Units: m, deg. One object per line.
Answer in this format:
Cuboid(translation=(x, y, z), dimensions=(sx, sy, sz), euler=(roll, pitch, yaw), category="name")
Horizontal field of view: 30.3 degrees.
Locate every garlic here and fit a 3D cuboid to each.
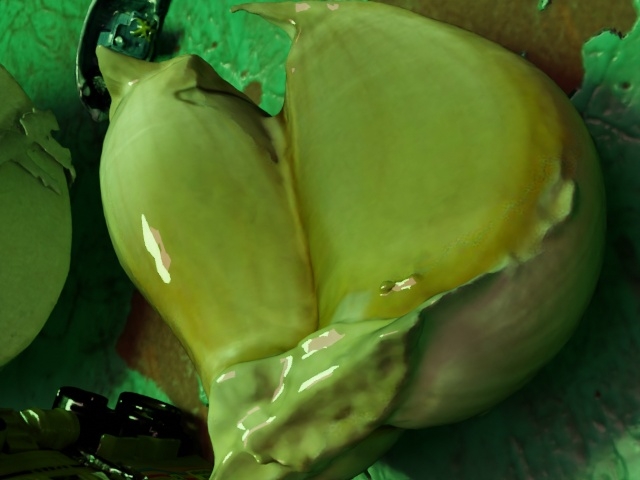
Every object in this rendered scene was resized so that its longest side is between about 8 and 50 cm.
Cuboid(translation=(0.000, 0.000, 0.680), dimensions=(0.286, 0.249, 0.313), euler=(-59, 32, 29), category="garlic")

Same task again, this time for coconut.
Cuboid(translation=(-0.331, -0.015, 0.844), dimensions=(0.323, 0.323, 0.323), euler=(-9, 74, 34), category="coconut")

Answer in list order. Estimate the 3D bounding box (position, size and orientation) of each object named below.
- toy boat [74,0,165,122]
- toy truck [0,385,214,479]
Cuboid(translation=(-0.155, -0.157, 0.915), dimensions=(0.061, 0.060, 0.137), euler=(18, 86, 58), category="toy boat")
Cuboid(translation=(-0.157, 0.165, 0.721), dimensions=(0.127, 0.257, 0.127), euler=(23, 92, 34), category="toy truck")
